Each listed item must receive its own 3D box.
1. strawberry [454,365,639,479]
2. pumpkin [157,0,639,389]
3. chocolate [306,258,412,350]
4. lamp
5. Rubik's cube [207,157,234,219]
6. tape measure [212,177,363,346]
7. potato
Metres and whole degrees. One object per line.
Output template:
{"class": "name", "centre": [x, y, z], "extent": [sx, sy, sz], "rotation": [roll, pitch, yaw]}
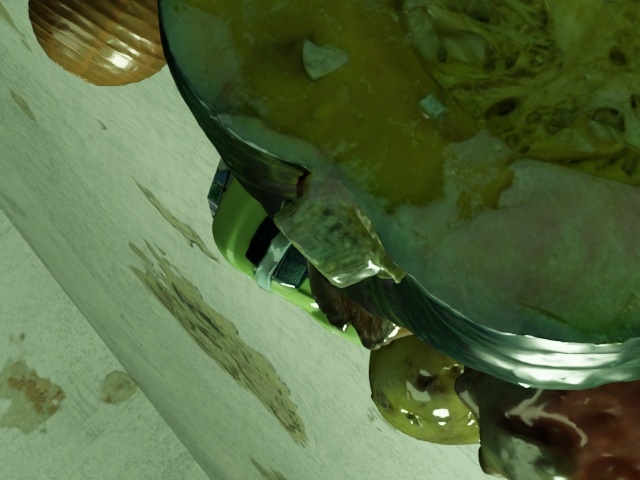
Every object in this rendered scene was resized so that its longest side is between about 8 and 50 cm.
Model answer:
{"class": "strawberry", "centre": [0.227, 0.109, 1.016], "extent": [0.336, 0.149, 0.265], "rotation": [33, -148, -31]}
{"class": "pumpkin", "centre": [0.090, -0.066, 0.749], "extent": [0.293, 0.263, 0.197], "rotation": [44, 172, 18]}
{"class": "chocolate", "centre": [0.047, -0.046, 1.113], "extent": [0.148, 0.093, 0.214], "rotation": [-153, 55, -70]}
{"class": "lamp", "centre": [-0.176, -0.196, 1.464], "extent": [0.136, 0.136, 0.136], "rotation": [44, 166, 14]}
{"class": "Rubik's cube", "centre": [-0.048, -0.039, 1.575], "extent": [0.111, 0.111, 0.093], "rotation": [38, -170, 37]}
{"class": "tape measure", "centre": [0.000, 0.000, 1.446], "extent": [0.175, 0.106, 0.200], "rotation": [26, -163, -17]}
{"class": "potato", "centre": [0.115, 0.067, 1.210], "extent": [0.154, 0.137, 0.200], "rotation": [16, -161, 3]}
